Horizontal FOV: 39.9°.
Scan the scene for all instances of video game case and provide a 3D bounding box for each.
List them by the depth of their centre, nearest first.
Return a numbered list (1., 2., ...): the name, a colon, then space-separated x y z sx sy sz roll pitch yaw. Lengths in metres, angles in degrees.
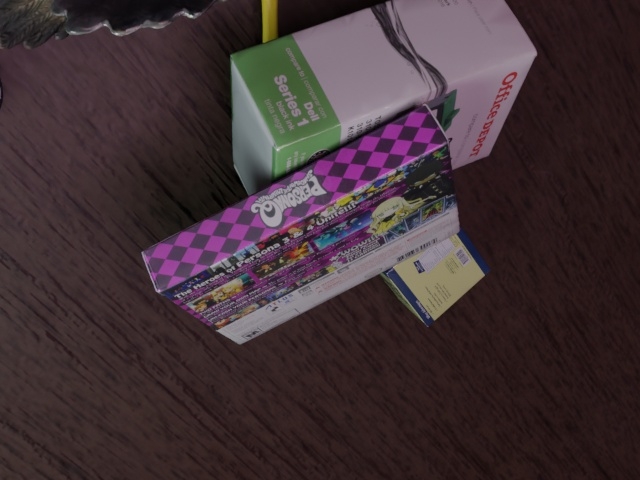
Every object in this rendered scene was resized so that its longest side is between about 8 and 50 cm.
1. video game case: 0.000 0.000 0.711 0.232 0.042 0.210 -28 160 3

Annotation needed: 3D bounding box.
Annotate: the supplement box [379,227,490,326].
1. supplement box: 0.102 0.020 0.849 0.083 0.056 0.083 -41 121 -3

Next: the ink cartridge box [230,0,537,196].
1. ink cartridge box: 0.044 -0.105 0.709 0.219 0.092 0.160 -22 159 -13

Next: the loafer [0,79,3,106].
1. loafer: -0.321 -0.175 0.558 0.109 0.095 0.302 -43 121 -2

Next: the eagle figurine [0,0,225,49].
1. eagle figurine: -0.096 -0.253 0.565 0.225 0.226 0.298 11 90 10

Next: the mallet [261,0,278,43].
1. mallet: -0.049 -0.203 0.705 0.062 0.039 0.189 -16 113 -22
